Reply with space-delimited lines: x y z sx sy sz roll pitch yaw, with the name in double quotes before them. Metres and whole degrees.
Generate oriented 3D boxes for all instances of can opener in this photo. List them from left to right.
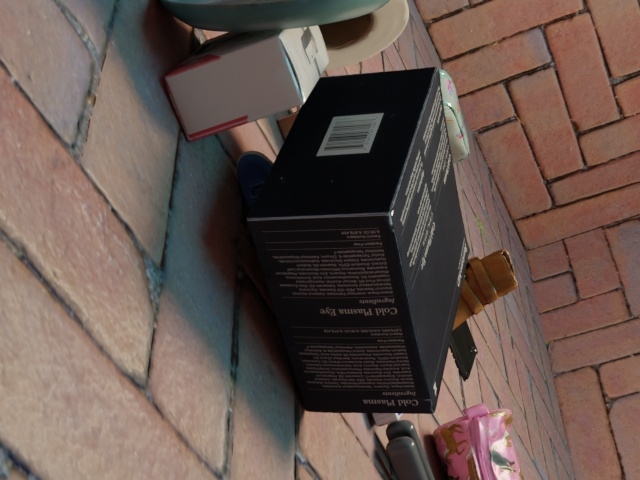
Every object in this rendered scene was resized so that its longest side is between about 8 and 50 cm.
"can opener" 0.183 0.396 1.738 0.076 0.095 0.283 -85 158 -57

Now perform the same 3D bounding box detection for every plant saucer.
"plant saucer" -0.045 -0.310 1.411 0.317 0.318 0.043 -67 153 -67

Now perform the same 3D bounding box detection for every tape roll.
"tape roll" 0.006 -0.408 1.794 0.246 0.246 0.169 38 35 -63

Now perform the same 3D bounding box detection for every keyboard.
"keyboard" 0.229 0.086 2.080 0.317 0.033 0.201 69 23 -16

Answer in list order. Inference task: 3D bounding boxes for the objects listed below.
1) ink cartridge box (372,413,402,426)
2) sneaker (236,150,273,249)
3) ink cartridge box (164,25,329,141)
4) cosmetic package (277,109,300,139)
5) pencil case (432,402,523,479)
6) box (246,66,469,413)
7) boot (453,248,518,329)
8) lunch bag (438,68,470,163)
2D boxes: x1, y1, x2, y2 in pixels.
"ink cartridge box" 0.092 0.175 1.777 0.206 0.045 0.208 -10 82 -75
"sneaker" -0.069 -0.039 1.453 0.084 0.058 0.152 -92 166 -68
"ink cartridge box" -0.087 -0.216 1.409 0.218 0.159 0.092 -67 138 -68
"cosmetic package" 0.061 -0.087 1.785 0.296 0.153 0.129 68 18 -7
"pencil case" 0.306 0.488 1.950 0.160 0.167 0.386 8 59 -36
"box" 0.066 -0.003 1.446 0.343 0.179 0.312 -68 149 -50
"boot" 0.210 0.113 1.758 0.283 0.220 0.109 -71 139 -68
"lunch bag" 0.168 -0.226 2.188 0.279 0.224 0.108 52 28 -64
